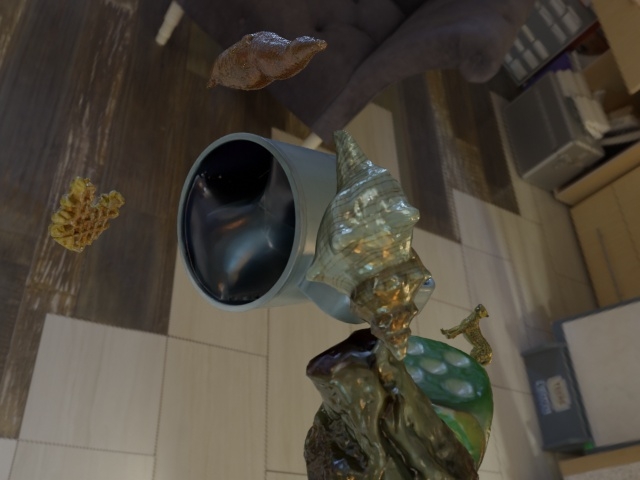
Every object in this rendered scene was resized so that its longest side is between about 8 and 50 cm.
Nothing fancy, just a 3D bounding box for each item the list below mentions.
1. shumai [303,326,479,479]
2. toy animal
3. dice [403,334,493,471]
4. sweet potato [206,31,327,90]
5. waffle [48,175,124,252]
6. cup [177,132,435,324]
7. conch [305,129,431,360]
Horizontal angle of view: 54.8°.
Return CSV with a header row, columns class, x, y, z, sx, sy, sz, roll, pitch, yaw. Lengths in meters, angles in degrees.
class,x,y,z,sx,sy,sz,roll,pitch,yaw
shumai,0.095,0.250,0.780,0.272,0.204,0.222,27,37,23
toy animal,0.430,0.285,1.710,0.136,0.073,0.181,-27,81,-2
dice,0.249,0.430,1.541,0.300,0.297,0.287,14,25,6
sweet potato,-0.060,-0.219,0.733,0.068,0.226,0.068,-2,92,-42
waffle,-0.443,-0.053,1.159,0.051,0.194,0.149,28,76,6
cup,-0.001,-0.021,0.978,0.311,0.331,0.257,1,93,-51
conch,0.043,0.004,0.617,0.114,0.137,0.234,-23,98,-25
